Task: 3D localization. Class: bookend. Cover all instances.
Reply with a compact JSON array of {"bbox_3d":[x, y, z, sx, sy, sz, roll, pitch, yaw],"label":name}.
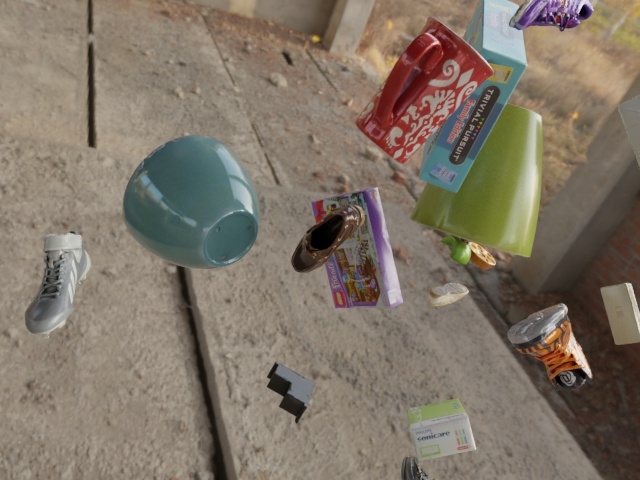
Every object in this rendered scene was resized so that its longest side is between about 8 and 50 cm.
[{"bbox_3d":[-0.112,0.494,1.904,0.156,0.072,0.157,29,17,0],"label":"bookend"}]

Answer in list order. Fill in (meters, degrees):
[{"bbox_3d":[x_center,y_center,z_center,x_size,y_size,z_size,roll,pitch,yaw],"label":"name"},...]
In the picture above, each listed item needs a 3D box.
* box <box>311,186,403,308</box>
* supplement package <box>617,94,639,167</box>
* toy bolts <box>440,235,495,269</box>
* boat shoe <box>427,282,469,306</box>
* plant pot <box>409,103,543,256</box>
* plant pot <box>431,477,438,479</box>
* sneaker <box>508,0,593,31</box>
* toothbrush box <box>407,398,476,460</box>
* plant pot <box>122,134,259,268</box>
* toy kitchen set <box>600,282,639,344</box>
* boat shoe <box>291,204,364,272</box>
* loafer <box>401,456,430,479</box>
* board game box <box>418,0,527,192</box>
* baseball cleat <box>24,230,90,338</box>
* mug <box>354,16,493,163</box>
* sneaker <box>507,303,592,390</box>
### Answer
[{"bbox_3d":[0.089,0.025,1.473,0.057,0.293,0.201,-16,6,-40],"label":"box"},{"bbox_3d":[0.871,-0.276,1.386,0.293,0.177,0.175,-9,79,-44],"label":"supplement package"},{"bbox_3d":[0.455,-0.046,1.734,0.218,0.158,0.228,19,30,-32],"label":"toy bolts"},{"bbox_3d":[0.423,0.185,1.950,0.170,0.059,0.063,-5,37,-31],"label":"boat shoe"},{"bbox_3d":[0.374,-0.145,1.283,0.275,0.293,0.275,17,7,-2],"label":"plant pot"},{"bbox_3d":[0.392,0.889,1.787,0.254,0.276,0.276,40,35,20],"label":"plant pot"},{"bbox_3d":[0.374,-0.365,0.924,0.170,0.068,0.071,-24,76,-24],"label":"sneaker"},{"bbox_3d":[0.435,0.686,2.130,0.206,0.122,0.283,-14,-5,5],"label":"toothbrush box"},{"bbox_3d":[-0.242,-0.053,1.241,0.290,0.290,0.195,-11,38,-42],"label":"plant pot"},{"bbox_3d":[0.725,0.135,1.206,0.166,0.207,0.122,2,74,-50],"label":"toy kitchen set"},{"bbox_3d":[0.000,0.000,1.172,0.073,0.207,0.073,50,35,10],"label":"boat shoe"},{"bbox_3d":[0.259,0.657,1.494,0.084,0.096,0.267,-19,16,14],"label":"loafer"},{"bbox_3d":[0.282,-0.284,1.087,0.079,0.253,0.336,21,39,0],"label":"board game box"},{"bbox_3d":[-0.425,0.056,0.922,0.072,0.109,0.206,-7,31,-3],"label":"baseball cleat"},{"bbox_3d":[0.121,-0.204,0.781,0.150,0.169,0.113,26,22,-39],"label":"mug"},{"bbox_3d":[0.517,0.243,1.266,0.321,0.125,0.180,-4,69,-57],"label":"sneaker"}]
